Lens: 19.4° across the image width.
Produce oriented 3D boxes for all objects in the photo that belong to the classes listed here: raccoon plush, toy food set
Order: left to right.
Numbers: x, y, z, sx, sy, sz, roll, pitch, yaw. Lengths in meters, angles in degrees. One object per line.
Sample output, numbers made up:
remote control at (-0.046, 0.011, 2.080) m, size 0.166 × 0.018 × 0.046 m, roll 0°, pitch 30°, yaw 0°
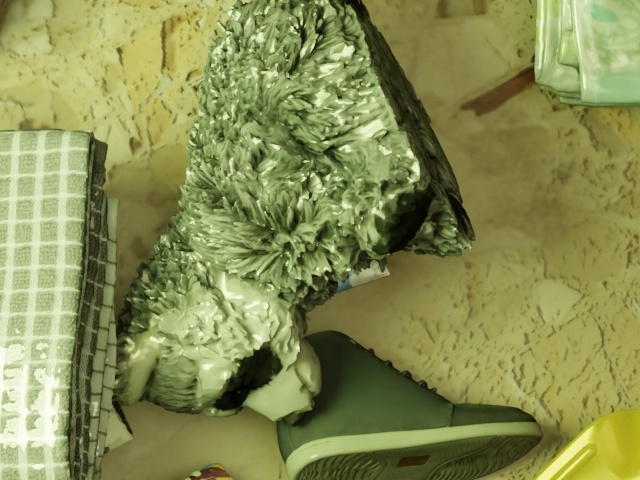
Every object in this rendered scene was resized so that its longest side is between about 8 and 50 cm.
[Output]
raccoon plush at (-0.083, -0.079, 1.423) m, size 0.299 × 0.216 × 0.446 m, roll -26°, pitch 74°, yaw 11°
toy food set at (0.226, 0.231, 1.497) m, size 0.218 × 0.071 × 0.128 m, roll -44°, pitch 72°, yaw 7°

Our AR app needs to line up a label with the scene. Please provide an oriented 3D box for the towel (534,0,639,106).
towel at (0.354, -0.272, 1.560) m, size 0.374 × 0.090 × 0.320 m, roll -2°, pitch 85°, yaw -9°

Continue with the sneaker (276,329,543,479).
sneaker at (0.067, 0.126, 1.483) m, size 0.222 × 0.083 × 0.118 m, roll 0°, pitch 55°, yaw -25°

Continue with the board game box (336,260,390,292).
board game box at (0.000, 0.000, 1.514) m, size 0.090 × 0.020 × 0.090 m, roll -18°, pitch 89°, yaw -10°

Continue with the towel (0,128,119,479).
towel at (-0.265, 0.051, 1.303) m, size 0.235 × 0.121 × 0.283 m, roll -3°, pitch 73°, yaw 9°

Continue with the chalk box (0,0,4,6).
chalk box at (-0.304, -0.220, 1.436) m, size 0.132 × 0.132 × 0.213 m, roll 29°, pitch 82°, yaw -6°

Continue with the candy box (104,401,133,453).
candy box at (-0.263, 0.082, 1.441) m, size 0.159 × 0.071 × 0.233 m, roll -24°, pitch 87°, yaw -10°

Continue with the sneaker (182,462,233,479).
sneaker at (-0.111, 0.211, 1.459) m, size 0.185 × 0.069 × 0.084 m, roll 14°, pitch 74°, yaw -13°
